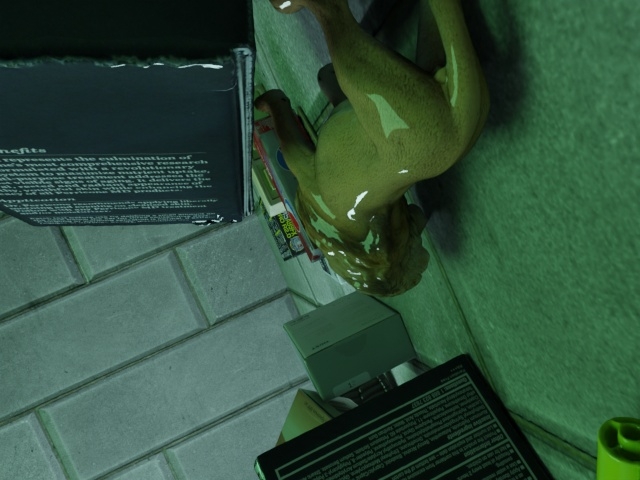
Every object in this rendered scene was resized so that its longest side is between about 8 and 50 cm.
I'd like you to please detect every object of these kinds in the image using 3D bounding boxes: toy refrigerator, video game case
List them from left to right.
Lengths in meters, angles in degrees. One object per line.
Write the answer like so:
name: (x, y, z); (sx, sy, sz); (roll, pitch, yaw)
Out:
toy refrigerator: (-0.121, -0.200, 1.230); (0.094, 0.102, 0.269); (111, 134, -77)
video game case: (0.000, 0.000, 1.304); (0.190, 0.022, 0.173); (67, 170, -12)

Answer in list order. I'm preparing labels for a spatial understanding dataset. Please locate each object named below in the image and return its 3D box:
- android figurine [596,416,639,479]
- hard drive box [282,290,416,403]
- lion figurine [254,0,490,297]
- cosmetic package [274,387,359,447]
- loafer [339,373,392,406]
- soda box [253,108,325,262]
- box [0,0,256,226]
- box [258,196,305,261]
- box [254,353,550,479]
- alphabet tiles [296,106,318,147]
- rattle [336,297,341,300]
android figurine: (0.260, 0.216, 0.314); (0.248, 0.056, 0.272); (-129, 20, -57)
hard drive box: (0.043, 0.184, 1.038); (0.232, 0.181, 0.089); (-155, 42, -77)
lion figurine: (0.049, -0.083, 0.475); (0.240, 0.142, 0.392); (64, 170, 10)
cosmetic package: (-0.012, 0.423, 0.938); (0.129, 0.296, 0.153); (22, 178, -33)
loafer: (0.129, 0.422, 1.281); (0.130, 0.134, 0.365); (-72, -40, -85)
soda box: (-0.032, -0.099, 0.997); (0.092, 0.083, 0.263); (102, 143, -73)
box: (-0.214, -0.287, 0.530); (0.472, 0.297, 0.479); (134, 133, -77)
box: (-0.116, -0.048, 1.705); (0.270, 0.060, 0.216); (149, 97, -80)
box: (0.120, 0.350, 0.662); (0.182, 0.296, 0.294); (78, 165, -53)
alphabet tiles: (0.013, -0.100, 1.026); (0.237, 0.009, 0.198); (62, 169, 22)
rattle: (0.070, 0.254, 1.409); (0.143, 0.130, 0.199); (49, 137, 27)
